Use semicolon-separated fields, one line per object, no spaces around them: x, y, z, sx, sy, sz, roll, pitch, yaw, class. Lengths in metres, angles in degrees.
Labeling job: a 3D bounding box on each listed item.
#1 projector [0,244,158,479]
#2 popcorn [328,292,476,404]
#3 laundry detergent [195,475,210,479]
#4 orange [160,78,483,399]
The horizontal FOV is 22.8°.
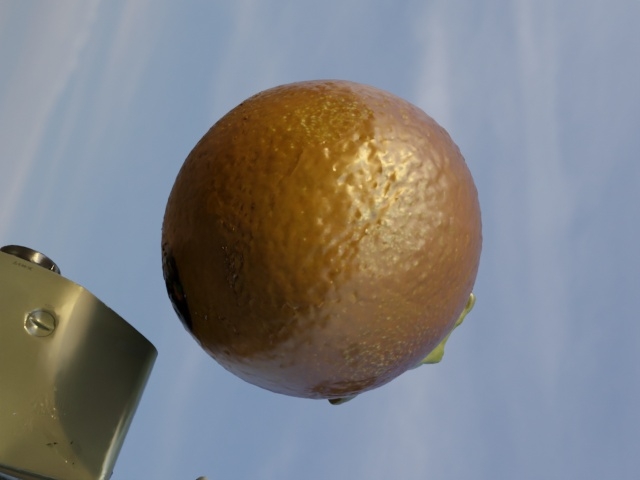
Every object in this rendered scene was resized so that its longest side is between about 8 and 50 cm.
-0.283;0.101;1.340;0.088;0.269;0.193;117;-7;-61;projector
0.051;0.081;1.840;0.256;0.255;0.195;-44;117;-84;popcorn
-0.114;0.435;2.205;0.099;0.225;0.070;-52;-168;-34;laundry detergent
0.000;0.000;1.305;0.274;0.274;0.274;-52;-157;33;orange
